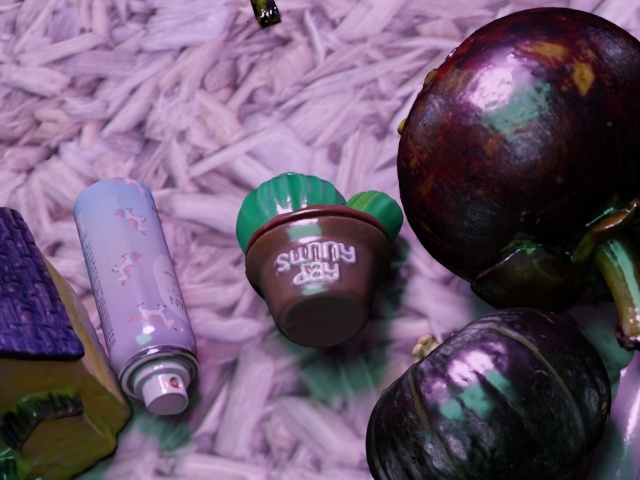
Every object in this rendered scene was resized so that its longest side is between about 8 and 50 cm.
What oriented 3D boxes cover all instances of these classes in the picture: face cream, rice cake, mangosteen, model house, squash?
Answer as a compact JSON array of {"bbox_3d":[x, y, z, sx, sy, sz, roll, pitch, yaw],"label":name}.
[{"bbox_3d":[-0.155,0.051,1.433,0.075,0.075,0.229,-23,52,4],"label":"face cream"},{"bbox_3d":[0.242,0.125,1.243,0.055,0.049,0.270,13,62,28],"label":"rice cake"},{"bbox_3d":[0.191,-0.038,1.281,0.231,0.231,0.289,-36,68,-6],"label":"mangosteen"},{"bbox_3d":[-0.280,0.087,1.371,0.170,0.211,0.194,-27,52,-2],"label":"model house"},{"bbox_3d":[0.118,0.130,1.199,0.193,0.156,0.193,-23,11,5],"label":"squash"}]

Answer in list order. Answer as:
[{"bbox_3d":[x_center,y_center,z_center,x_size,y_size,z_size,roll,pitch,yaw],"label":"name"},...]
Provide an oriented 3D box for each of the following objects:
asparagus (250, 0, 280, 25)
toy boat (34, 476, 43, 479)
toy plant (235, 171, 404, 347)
[{"bbox_3d":[-0.078,-0.298,1.686,0.022,0.023,0.233,8,45,-29],"label":"asparagus"},{"bbox_3d":[-0.269,0.245,1.346,0.137,0.060,0.061,-40,73,-5],"label":"toy boat"},{"bbox_3d":[0.000,0.000,1.395,0.143,0.105,0.200,-10,41,4],"label":"toy plant"}]
